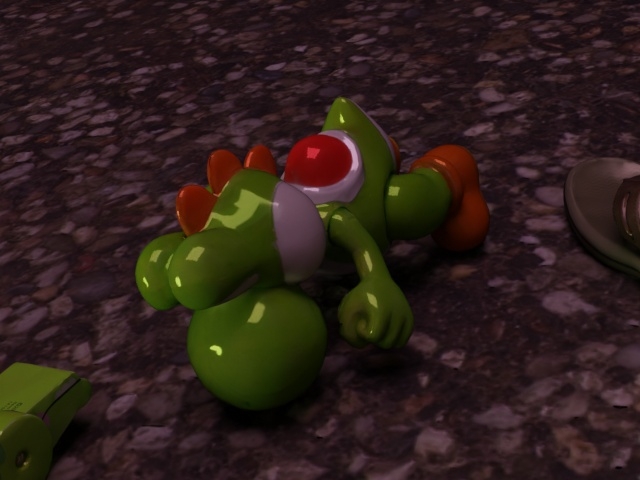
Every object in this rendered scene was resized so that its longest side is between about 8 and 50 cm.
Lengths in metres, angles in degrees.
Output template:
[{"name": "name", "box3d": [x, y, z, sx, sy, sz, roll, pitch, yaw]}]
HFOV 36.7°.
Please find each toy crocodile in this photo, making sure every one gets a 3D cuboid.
[{"name": "toy crocodile", "box3d": [-0.274, 0.193, 0.650, 0.115, 0.105, 0.340, 3, 28, 22]}]

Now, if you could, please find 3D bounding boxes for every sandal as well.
[{"name": "sandal", "box3d": [0.308, -0.008, 0.816, 0.120, 0.086, 0.302, -14, 30, -7]}]

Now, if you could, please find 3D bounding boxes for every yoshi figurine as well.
[{"name": "yoshi figurine", "box3d": [-0.005, 0.025, 0.826, 0.203, 0.203, 0.362, 51, 39, 12]}]
